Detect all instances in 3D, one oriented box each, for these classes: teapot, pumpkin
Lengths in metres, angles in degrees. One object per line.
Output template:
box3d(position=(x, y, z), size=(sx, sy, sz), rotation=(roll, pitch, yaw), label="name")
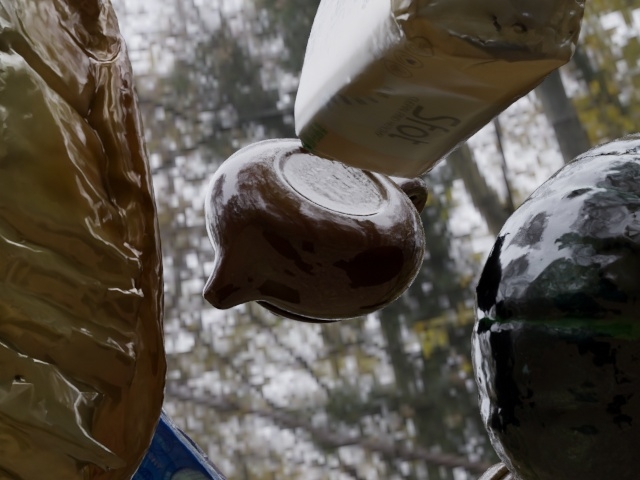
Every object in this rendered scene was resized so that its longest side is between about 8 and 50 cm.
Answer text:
box3d(position=(0.000, 0.000, 1.344), size=(0.252, 0.178, 0.135), rotation=(-17, -37, -50), label="teapot")
box3d(position=(0.257, 0.066, 1.182), size=(0.315, 0.315, 0.238), rotation=(26, -14, -37), label="pumpkin")

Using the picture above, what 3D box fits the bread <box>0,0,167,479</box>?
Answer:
box3d(position=(-0.194, -0.021, 0.827), size=(0.236, 0.388, 0.183), rotation=(-25, -34, 28), label="bread")

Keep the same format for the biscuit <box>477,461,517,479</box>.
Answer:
box3d(position=(0.204, 0.298, 1.561), size=(0.034, 0.182, 0.215), rotation=(-15, -18, 31), label="biscuit")

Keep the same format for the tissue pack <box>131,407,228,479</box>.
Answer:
box3d(position=(-0.211, 0.177, 1.299), size=(0.198, 0.263, 0.146), rotation=(-42, -12, -6), label="tissue pack")

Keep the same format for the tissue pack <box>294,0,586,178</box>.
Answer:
box3d(position=(0.066, -0.137, 0.779), size=(0.090, 0.186, 0.222), rotation=(19, -15, -10), label="tissue pack")
